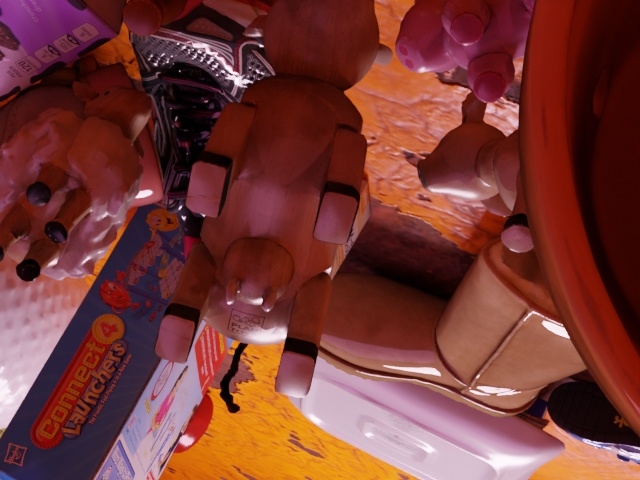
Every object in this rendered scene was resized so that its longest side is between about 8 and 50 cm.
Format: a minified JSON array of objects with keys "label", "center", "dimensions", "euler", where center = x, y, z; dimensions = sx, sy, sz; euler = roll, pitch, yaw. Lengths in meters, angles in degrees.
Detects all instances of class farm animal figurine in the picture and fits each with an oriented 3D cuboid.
[{"label":"farm animal figurine","center":[0.014,-0.057,0.712],"dimensions":[0.330,0.172,0.327],"euler":[30,118,-8]}]

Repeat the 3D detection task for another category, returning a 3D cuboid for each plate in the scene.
[{"label":"plate","center":[0.081,0.179,1.262],"dimensions":[0.277,0.045,0.278],"euler":[27,161,7]}]

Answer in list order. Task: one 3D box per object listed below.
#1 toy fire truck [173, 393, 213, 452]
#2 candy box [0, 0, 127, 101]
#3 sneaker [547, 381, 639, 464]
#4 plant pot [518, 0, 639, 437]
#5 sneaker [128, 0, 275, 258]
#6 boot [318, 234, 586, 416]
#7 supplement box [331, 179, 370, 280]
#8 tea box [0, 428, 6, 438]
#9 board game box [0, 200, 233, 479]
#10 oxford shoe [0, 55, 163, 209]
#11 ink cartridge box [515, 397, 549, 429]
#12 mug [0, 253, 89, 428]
[{"label":"toy fire truck","center":[-0.316,0.285,1.851],"dimensions":[0.169,0.254,0.302],"euler":[40,156,-31]},{"label":"candy box","center":[-0.249,-0.164,0.830],"dimensions":[0.196,0.070,0.165],"euler":[-23,133,29]},{"label":"sneaker","center":[0.267,0.168,1.128],"dimensions":[0.144,0.053,0.059],"euler":[19,160,25]},{"label":"plant pot","center":[0.203,-0.032,0.445],"dimensions":[0.291,0.291,0.203],"euler":[26,177,3]},{"label":"sneaker","center":[-0.065,-0.072,0.878],"dimensions":[0.121,0.112,0.299],"euler":[20,158,19]},{"label":"boot","center":[0.108,0.050,1.006],"dimensions":[0.236,0.089,0.269],"euler":[17,160,-2]},{"label":"supplement box","center":[0.000,0.000,0.987],"dimensions":[0.036,0.098,0.062],"euler":[26,161,14]},{"label":"tea box","center":[-0.545,0.155,1.719],"dimensions":[0.220,0.323,0.329],"euler":[1,147,49]},{"label":"board game box","center":[-0.173,0.127,1.218],"dimensions":[0.086,0.302,0.308],"euler":[25,159,7]},{"label":"oxford shoe","center":[-0.206,-0.066,0.949],"dimensions":[0.348,0.130,0.123],"euler":[178,74,-76]},{"label":"ink cartridge box","center":[0.105,0.134,1.254],"dimensions":[0.223,0.045,0.224],"euler":[27,161,4]},{"label":"mug","center":[-0.436,0.039,1.451],"dimensions":[0.328,0.276,0.374],"euler":[38,-171,-46]}]
